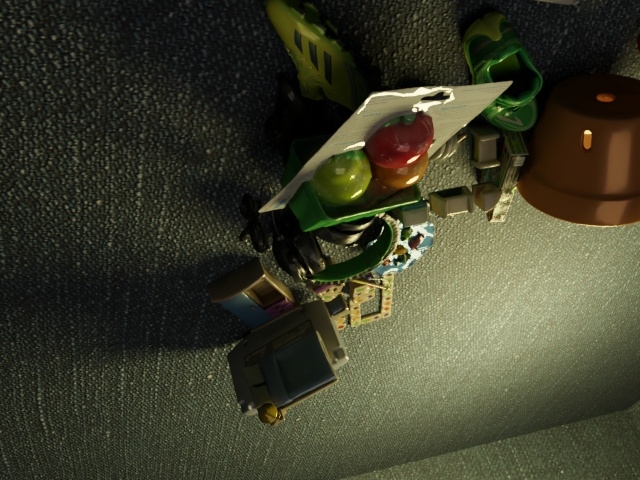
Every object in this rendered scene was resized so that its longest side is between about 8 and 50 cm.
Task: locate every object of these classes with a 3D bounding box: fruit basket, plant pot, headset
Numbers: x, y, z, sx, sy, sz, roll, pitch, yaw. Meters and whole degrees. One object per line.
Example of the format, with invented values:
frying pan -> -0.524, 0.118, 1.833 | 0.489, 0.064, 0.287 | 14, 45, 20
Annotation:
fruit basket -> 0.097, -0.159, 1.132 | 0.327, 0.165, 0.353 | -14, 157, -37
plant pot -> 0.538, -0.191, 1.329 | 0.291, 0.290, 0.203 | -15, 128, -10
headset -> 0.000, 0.000, 1.345 | 0.394, 0.185, 0.243 | 24, 125, -42

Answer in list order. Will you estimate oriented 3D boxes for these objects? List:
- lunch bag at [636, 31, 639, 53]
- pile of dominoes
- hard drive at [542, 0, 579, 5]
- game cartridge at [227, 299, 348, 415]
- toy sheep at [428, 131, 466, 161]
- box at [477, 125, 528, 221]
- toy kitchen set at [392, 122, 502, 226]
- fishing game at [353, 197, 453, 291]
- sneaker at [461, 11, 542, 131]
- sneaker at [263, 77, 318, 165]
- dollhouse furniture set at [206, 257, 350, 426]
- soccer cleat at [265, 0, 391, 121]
lunch bag -> 0.728, -0.389, 1.267 | 0.258, 0.120, 0.293 | -4, 144, 4
pile of dominoes -> 0.099, 0.170, 1.756 | 0.196, 0.040, 0.251 | -17, 145, -8
hard drive -> 0.300, -0.472, 0.985 | 0.339, 0.064, 0.236 | -1, 140, -26
game cartridge -> -0.086, 0.274, 1.657 | 0.294, 0.196, 0.060 | -31, 144, 12
toy sheep -> 0.225, -0.193, 1.298 | 0.132, 0.091, 0.091 | -5, 142, -32
box -> 0.374, -0.145, 1.414 | 0.036, 0.114, 0.207 | -3, 143, -3
toy kitchen set -> 0.246, -0.141, 1.384 | 0.207, 0.122, 0.166 | -11, 113, -6
fishing game -> 0.187, 0.019, 1.576 | 0.189, 0.041, 0.264 | 20, 118, -43
sneaker -> 0.330, -0.271, 1.216 | 0.110, 0.123, 0.295 | -31, 145, 13
sneaker -> -0.060, -0.199, 1.162 | 0.089, 0.051, 0.170 | -29, 151, 5
dollhouse furniture set -> -0.067, 0.205, 1.483 | 0.287, 0.303, 0.198 | -28, 146, 9
soccer cleat -> -0.001, -0.272, 1.063 | 0.121, 0.093, 0.289 | -34, 144, 21
